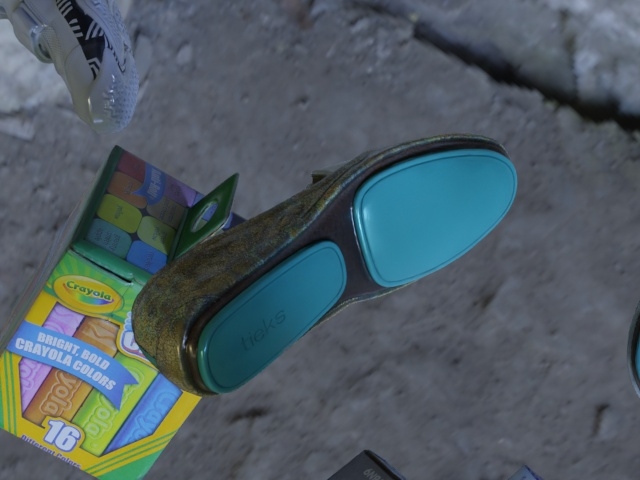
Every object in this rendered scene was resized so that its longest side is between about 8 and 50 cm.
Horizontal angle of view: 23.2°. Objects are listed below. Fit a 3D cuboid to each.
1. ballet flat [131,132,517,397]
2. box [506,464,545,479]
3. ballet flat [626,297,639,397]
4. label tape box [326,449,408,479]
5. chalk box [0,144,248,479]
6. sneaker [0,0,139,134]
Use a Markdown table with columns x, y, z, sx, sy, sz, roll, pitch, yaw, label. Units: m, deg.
| x | y | z | sx | sy | sz | roll | pitch | yaw | label |
| --- | --- | --- | --- | --- | --- | --- | --- | --- | --- |
| 0.000 | 0.000 | 1.203 | 0.349 | 0.123 | 0.123 | -32 | 80 | -30 | ballet flat |
| 0.203 | 0.270 | 1.276 | 0.072 | 0.126 | 0.137 | -43 | 52 | 5 | box |
| 0.349 | -0.046 | 1.023 | 0.139 | 0.139 | 0.400 | 30 | 104 | -5 | ballet flat |
| -0.029 | 0.310 | 0.833 | 0.334 | 0.106 | 0.240 | -38 | 122 | -11 | label tape box |
| -0.166 | 0.051 | 1.419 | 0.179 | 0.289 | 0.180 | 29 | 31 | -11 | chalk box |
| -0.339 | -0.259 | 1.741 | 0.210 | 0.137 | 0.365 | -20 | 71 | 3 | sneaker |
